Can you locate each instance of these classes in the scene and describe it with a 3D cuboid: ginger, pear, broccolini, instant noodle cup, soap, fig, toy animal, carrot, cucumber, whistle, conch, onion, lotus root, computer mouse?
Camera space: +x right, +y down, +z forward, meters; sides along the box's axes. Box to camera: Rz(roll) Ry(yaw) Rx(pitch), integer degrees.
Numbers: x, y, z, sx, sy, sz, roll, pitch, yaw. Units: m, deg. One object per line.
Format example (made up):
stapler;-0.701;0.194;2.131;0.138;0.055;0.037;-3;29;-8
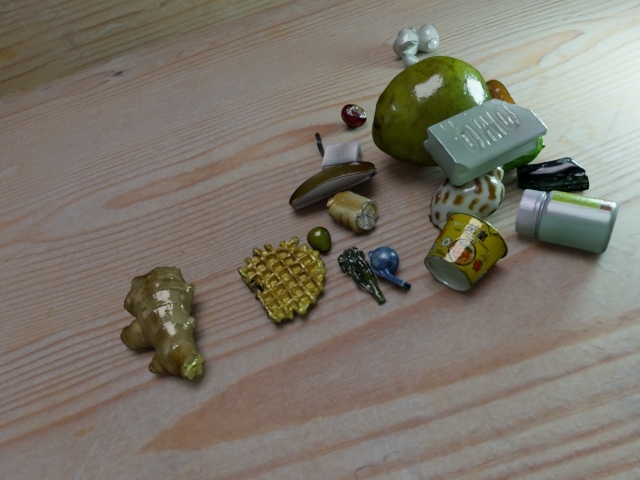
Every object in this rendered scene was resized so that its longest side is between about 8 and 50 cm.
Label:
ginger;-0.450;0.236;1.284;0.236;0.166;0.376;-13;39;-8
pear;0.367;-0.406;1.514;0.413;0.352;0.352;-21;45;-13
broccolini;0.124;0.090;1.312;0.091;0.068;0.202;-18;42;-28
instant noodle cup;0.369;0.037;1.219;0.182;0.182;0.144;30;70;36
soap;0.457;-0.287;1.309;0.289;0.095;0.173;-25;66;-11
fig;0.000;0.000;1.434;0.073;0.074;0.088;-25;64;-7
toy animal;0.434;-0.882;2.099;0.193;0.128;0.179;-25;47;-11
carrot;0.657;-0.524;1.719;0.087;0.087;0.194;-14;44;4
cucumber;0.697;-0.205;1.412;0.192;0.086;0.115;-4;48;22
whistle;0.193;0.065;1.300;0.157;0.090;0.090;27;60;35
conch;0.445;-0.147;1.378;0.275;0.149;0.182;-38;53;-15
onion;0.130;-0.490;1.845;0.107;0.097;0.107;20;38;-17
lotus root;0.632;-0.304;1.479;0.186;0.186;0.186;-9;46;9
computer mouse;0.032;-0.198;1.555;0.310;0.072;0.158;-21;20;10

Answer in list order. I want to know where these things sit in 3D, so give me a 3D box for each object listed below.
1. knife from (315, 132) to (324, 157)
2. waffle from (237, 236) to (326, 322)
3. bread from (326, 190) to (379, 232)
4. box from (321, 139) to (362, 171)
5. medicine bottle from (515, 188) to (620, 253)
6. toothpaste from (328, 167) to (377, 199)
knife;-0.002;-0.372;1.828;0.023;0.010;0.170;-15;47;2
waffle;-0.117;0.113;1.367;0.283;0.065;0.310;2;45;16
bread;0.103;-0.093;1.477;0.119;0.084;0.177;-41;49;-23
box;0.078;-0.299;1.697;0.130;0.051;0.129;-6;45;19
medicine bottle;0.647;-0.056;1.237;0.225;0.139;0.139;15;54;29
toothpaste;0.109;-0.196;1.610;0.205;0.036;0.056;-39;35;-24
